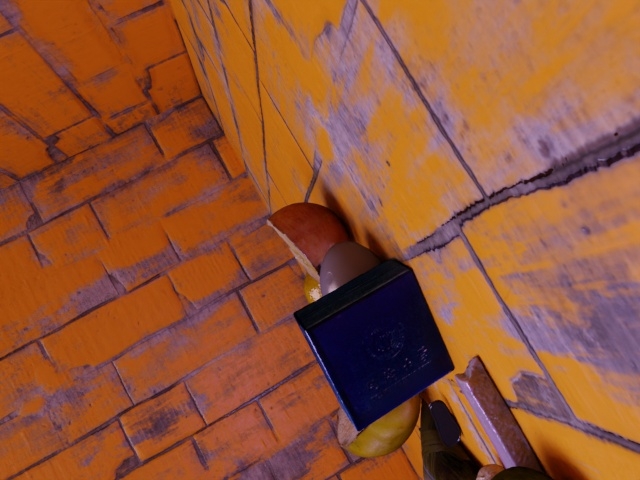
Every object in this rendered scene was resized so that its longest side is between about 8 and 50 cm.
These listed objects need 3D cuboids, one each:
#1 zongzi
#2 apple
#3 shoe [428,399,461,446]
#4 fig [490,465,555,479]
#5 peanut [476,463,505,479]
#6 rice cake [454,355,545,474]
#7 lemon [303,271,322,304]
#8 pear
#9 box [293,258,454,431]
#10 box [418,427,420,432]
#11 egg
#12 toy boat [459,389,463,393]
[{"bbox_3d":[0.371,0.612,1.376,0.286,0.138,0.300,124,137,-71],"label":"zongzi"},{"bbox_3d":[0.000,0.000,1.366,0.251,0.163,0.293,38,169,43],"label":"apple"},{"bbox_3d":[0.342,0.498,1.334,0.053,0.062,0.159,-105,-11,-71],"label":"shoe"},{"bbox_3d":[0.389,0.481,0.737,0.275,0.206,0.206,1,127,41],"label":"fig"},{"bbox_3d":[0.430,0.604,1.063,0.214,0.090,0.098,57,172,17],"label":"peanut"},{"bbox_3d":[0.358,0.387,0.904,0.365,0.056,0.072,61,169,0],"label":"rice cake"},{"bbox_3d":[0.034,0.144,1.567,0.244,0.187,0.187,69,169,-20],"label":"lemon"},{"bbox_3d":[0.213,0.545,1.551,0.191,0.340,0.386,30,165,-4],"label":"pear"},{"bbox_3d":[0.122,0.227,1.056,0.279,0.261,0.116,64,168,-19],"label":"box"},{"bbox_3d":[0.453,0.791,1.663,0.173,0.043,0.311,63,171,-16],"label":"box"},{"bbox_3d":[0.087,0.111,1.177,0.176,0.176,0.232,-166,54,-78],"label":"egg"},{"bbox_3d":[0.338,0.354,1.020,0.096,0.034,0.122,61,180,-3],"label":"toy boat"}]
